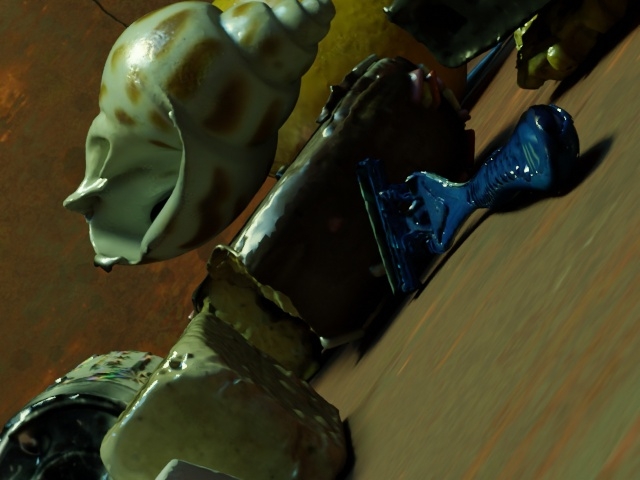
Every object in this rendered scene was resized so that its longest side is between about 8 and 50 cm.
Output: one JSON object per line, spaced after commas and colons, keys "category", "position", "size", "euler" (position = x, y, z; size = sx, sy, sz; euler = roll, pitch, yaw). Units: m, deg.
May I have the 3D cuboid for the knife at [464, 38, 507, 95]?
{"category": "knife", "position": [0.235, -0.257, 1.993], "size": [0.313, 0.019, 0.044], "euler": [-50, 1, 32]}

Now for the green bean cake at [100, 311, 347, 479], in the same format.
{"category": "green bean cake", "position": [-0.050, 0.105, 0.851], "size": [0.085, 0.109, 0.179], "euler": [-52, 2, 1]}

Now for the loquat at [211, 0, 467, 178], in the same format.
{"category": "loquat", "position": [0.021, -0.186, 1.866], "size": [0.328, 0.360, 0.328], "euler": [-13, 10, 2]}

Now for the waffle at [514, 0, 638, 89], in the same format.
{"category": "waffle", "position": [0.213, -0.210, 1.068], "size": [0.254, 0.052, 0.245], "euler": [-54, 5, 6]}

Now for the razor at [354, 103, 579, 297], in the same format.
{"category": "razor", "position": [0.092, -0.033, 0.886], "size": [0.056, 0.093, 0.324], "euler": [-17, -4, -14]}

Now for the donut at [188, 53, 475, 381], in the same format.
{"category": "donut", "position": [0.015, -0.018, 1.240], "size": [0.259, 0.136, 0.345], "euler": [-52, 2, -19]}

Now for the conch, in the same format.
{"category": "conch", "position": [-0.097, -0.102, 1.258], "size": [0.148, 0.183, 0.275], "euler": [-9, -31, -41]}

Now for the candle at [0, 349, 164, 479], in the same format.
{"category": "candle", "position": [-0.183, 0.193, 1.416], "size": [0.187, 0.187, 0.330], "euler": [-53, 0, 10]}

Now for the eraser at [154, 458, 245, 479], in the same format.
{"category": "eraser", "position": [-0.161, 0.284, 0.717], "size": [0.397, 0.082, 0.213], "euler": [-53, 2, 21]}

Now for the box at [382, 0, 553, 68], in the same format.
{"category": "box", "position": [0.198, -0.292, 1.001], "size": [0.350, 0.091, 0.359], "euler": [-55, 7, -19]}
